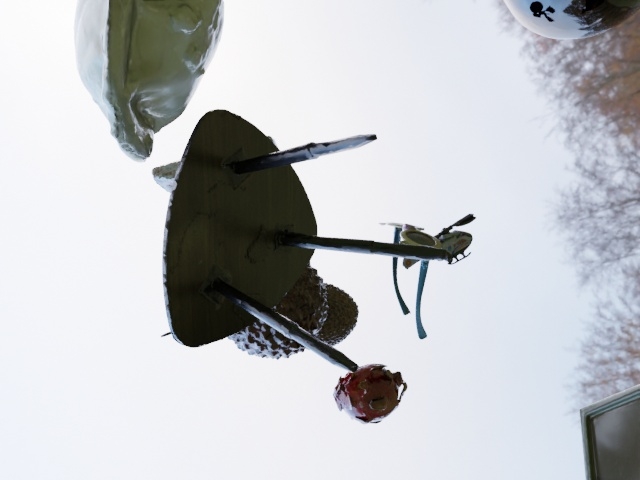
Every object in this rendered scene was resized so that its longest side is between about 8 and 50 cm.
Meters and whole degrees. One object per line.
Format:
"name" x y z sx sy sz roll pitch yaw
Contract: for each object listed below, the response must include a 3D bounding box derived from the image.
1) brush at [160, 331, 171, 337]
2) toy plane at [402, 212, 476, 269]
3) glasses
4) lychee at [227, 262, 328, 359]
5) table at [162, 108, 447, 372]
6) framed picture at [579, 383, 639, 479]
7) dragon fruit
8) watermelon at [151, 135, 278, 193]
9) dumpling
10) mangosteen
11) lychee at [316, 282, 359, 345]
"brush" -0.340 0.213 1.490 0.024 0.083 0.008 -31 -80 -77
"toy plane" 0.254 0.014 1.345 0.197 0.053 0.078 -24 -61 -19
"glasses" 0.198 0.067 1.279 0.088 0.189 0.220 -16 -72 -6
"lychee" -0.113 0.141 1.446 0.300 0.264 0.264 61 -145 -47
"table" 0.000 0.000 0.823 0.317 0.249 0.317 -14 -72 -53
"framed picture" 0.522 0.413 0.938 0.028 0.326 0.446 21 -127 -12
"dragon fruit" 0.108 0.328 1.352 0.166 0.136 0.133 -11 -90 -33
"watermelon" -0.192 -0.133 1.189 0.094 0.241 0.154 73 -167 -61
"dumpling" -0.262 -0.321 0.896 0.233 0.315 0.395 7 -108 2
"mangosteen" 0.457 -0.489 1.097 0.313 0.297 0.296 14 -116 -42
"lychee" -0.001 0.199 1.670 0.194 0.194 0.194 20 -120 -38
